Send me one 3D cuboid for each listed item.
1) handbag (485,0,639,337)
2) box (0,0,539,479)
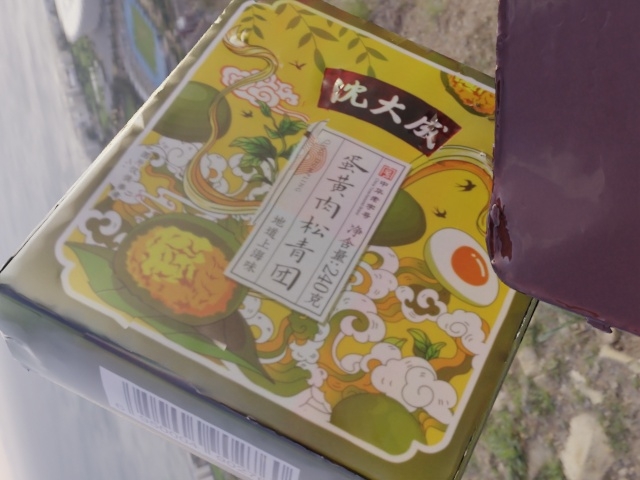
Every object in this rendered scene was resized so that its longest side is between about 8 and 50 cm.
[{"bbox_3d":[0.188,-0.072,0.361,0.275,0.084,0.260,27,124,51],"label":"handbag"},{"bbox_3d":[0.000,0.000,0.774,0.373,0.420,0.138,26,149,11],"label":"box"}]
